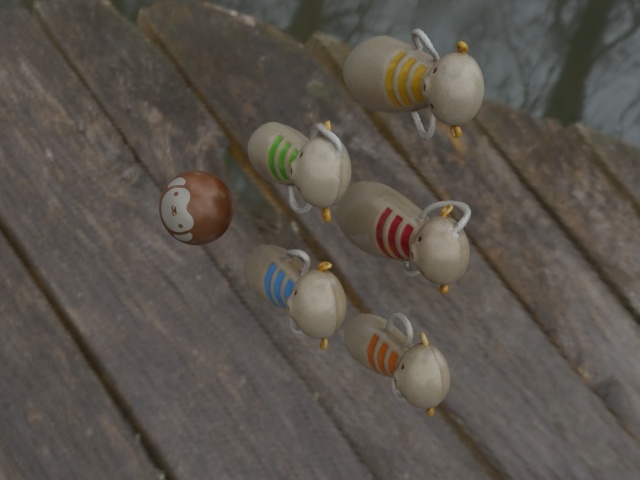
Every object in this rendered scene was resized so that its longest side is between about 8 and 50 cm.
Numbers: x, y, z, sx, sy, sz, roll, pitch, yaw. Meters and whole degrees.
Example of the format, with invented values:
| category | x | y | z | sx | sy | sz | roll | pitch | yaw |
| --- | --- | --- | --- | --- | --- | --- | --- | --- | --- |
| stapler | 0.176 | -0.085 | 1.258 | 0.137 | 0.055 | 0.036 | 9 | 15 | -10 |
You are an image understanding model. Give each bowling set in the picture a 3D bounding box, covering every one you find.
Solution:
| category | x | y | z | sx | sy | sz | roll | pitch | yaw |
| --- | --- | --- | --- | --- | --- | --- | --- | --- | --- |
| bowling set | 0.000 | 0.000 | 0.814 | 0.200 | 0.287 | 0.154 | -10 | 18 | -24 |
